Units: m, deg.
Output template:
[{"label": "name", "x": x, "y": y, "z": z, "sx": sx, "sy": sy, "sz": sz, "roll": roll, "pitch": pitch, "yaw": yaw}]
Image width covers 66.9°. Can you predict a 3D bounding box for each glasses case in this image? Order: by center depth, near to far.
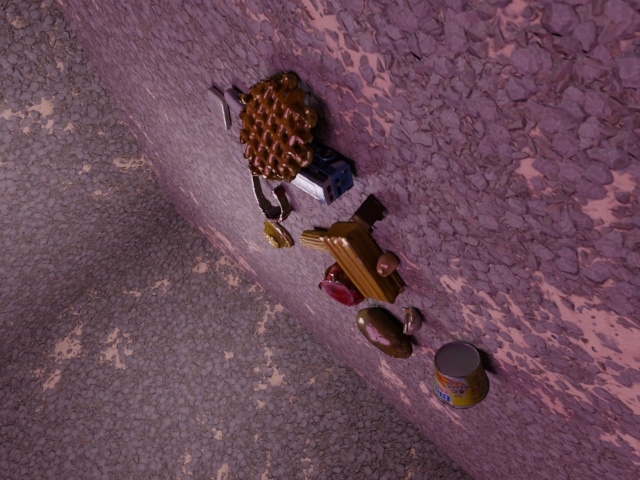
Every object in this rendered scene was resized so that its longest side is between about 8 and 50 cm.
[{"label": "glasses case", "x": -0.248, "y": -0.435, "z": 1.626, "sx": 0.197, "sy": 0.049, "sz": 0.076, "roll": 42, "pitch": 161, "yaw": 11}]

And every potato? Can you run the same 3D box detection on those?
[{"label": "potato", "x": 0.226, "y": 0.083, "z": 1.654, "sx": 0.068, "sy": 0.083, "sz": 0.062, "roll": 34, "pitch": -177, "yaw": 28}, {"label": "potato", "x": 0.275, "y": 0.407, "z": 2.118, "sx": 0.296, "sy": 0.141, "sz": 0.191, "roll": 38, "pitch": 163, "yaw": 14}]

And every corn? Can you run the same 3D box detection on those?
[{"label": "corn", "x": 0.000, "y": 0.000, "z": 1.948, "sx": 0.081, "sy": 0.081, "sz": 0.248, "roll": 55, "pitch": 159, "yaw": -25}]

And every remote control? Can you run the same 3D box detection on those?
[{"label": "remote control", "x": -0.379, "y": -0.493, "z": 1.816, "sx": 0.087, "sy": 0.029, "sz": 0.190, "roll": 41, "pitch": 161, "yaw": 12}]

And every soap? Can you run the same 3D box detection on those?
[{"label": "soap", "x": 0.156, "y": 0.082, "z": 1.764, "sx": 0.324, "sy": 0.096, "sz": 0.204, "roll": 53, "pitch": 161, "yaw": -21}]

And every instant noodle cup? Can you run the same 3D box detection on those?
[{"label": "instant noodle cup", "x": 0.487, "y": 0.463, "z": 1.714, "sx": 0.205, "sy": 0.205, "sz": 0.152, "roll": 25, "pitch": 143, "yaw": 47}]

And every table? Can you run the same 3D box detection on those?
[{"label": "table", "x": 0.150, "y": -0.077, "z": 1.474, "sx": 0.082, "sy": 0.083, "sz": 0.070, "roll": 39, "pitch": 164, "yaw": 1}]

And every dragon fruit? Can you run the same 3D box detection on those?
[{"label": "dragon fruit", "x": 0.094, "y": 0.179, "z": 2.020, "sx": 0.211, "sy": 0.147, "sz": 0.282, "roll": 33, "pitch": 159, "yaw": 35}]

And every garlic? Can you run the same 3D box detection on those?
[{"label": "garlic", "x": 0.351, "y": 0.310, "z": 1.851, "sx": 0.074, "sy": 0.094, "sz": 0.113, "roll": -4, "pitch": 136, "yaw": 12}]

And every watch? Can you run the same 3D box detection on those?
[{"label": "watch", "x": -0.209, "y": -0.194, "z": 2.005, "sx": 0.165, "sy": 0.102, "sz": 0.268, "roll": 25, "pitch": 144, "yaw": 32}]

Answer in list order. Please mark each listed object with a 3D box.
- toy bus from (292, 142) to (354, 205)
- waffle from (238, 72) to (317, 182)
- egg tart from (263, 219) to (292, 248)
[{"label": "toy bus", "x": -0.041, "y": -0.231, "z": 1.483, "sx": 0.297, "sy": 0.131, "sz": 0.106, "roll": 34, "pitch": 159, "yaw": 31}, {"label": "waffle", "x": -0.131, "y": -0.312, "z": 1.387, "sx": 0.325, "sy": 0.068, "sz": 0.301, "roll": 1, "pitch": 104, "yaw": 47}, {"label": "egg tart", "x": -0.222, "y": -0.022, "z": 2.394, "sx": 0.191, "sy": 0.074, "sz": 0.191, "roll": 42, "pitch": 163, "yaw": 16}]
